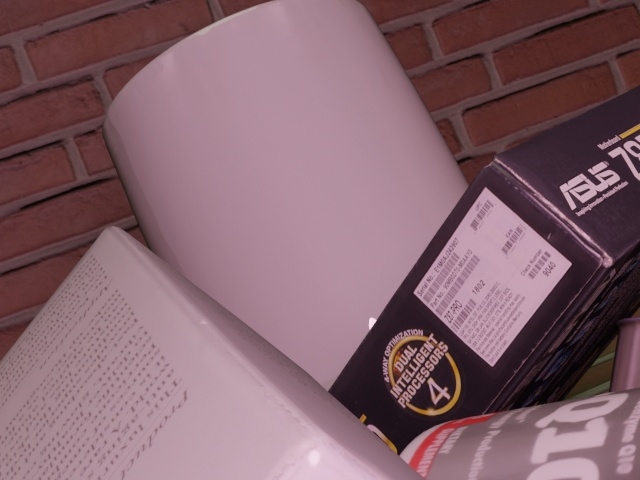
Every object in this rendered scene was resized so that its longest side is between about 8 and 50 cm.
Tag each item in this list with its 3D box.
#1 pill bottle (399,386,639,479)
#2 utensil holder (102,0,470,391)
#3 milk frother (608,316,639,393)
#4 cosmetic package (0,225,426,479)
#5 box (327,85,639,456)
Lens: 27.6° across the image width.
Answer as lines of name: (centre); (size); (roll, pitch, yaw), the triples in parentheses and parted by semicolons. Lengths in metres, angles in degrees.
pill bottle: (0.179, 0.143, 0.595); (0.283, 0.161, 0.161); (-17, 4, 37)
utensil holder: (0.000, 0.000, 1.282); (0.328, 0.385, 0.327); (-24, -15, -7)
milk frother: (0.191, 0.124, 0.827); (0.143, 0.134, 0.129); (7, -15, 22)
cosmetic package: (-0.074, 0.153, 0.576); (0.230, 0.161, 0.453); (-52, 17, -3)
box: (0.118, 0.080, 0.879); (0.318, 0.097, 0.395); (-24, -29, -50)
